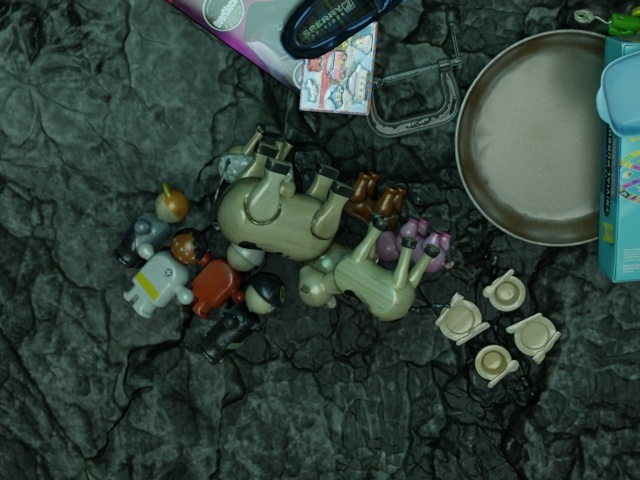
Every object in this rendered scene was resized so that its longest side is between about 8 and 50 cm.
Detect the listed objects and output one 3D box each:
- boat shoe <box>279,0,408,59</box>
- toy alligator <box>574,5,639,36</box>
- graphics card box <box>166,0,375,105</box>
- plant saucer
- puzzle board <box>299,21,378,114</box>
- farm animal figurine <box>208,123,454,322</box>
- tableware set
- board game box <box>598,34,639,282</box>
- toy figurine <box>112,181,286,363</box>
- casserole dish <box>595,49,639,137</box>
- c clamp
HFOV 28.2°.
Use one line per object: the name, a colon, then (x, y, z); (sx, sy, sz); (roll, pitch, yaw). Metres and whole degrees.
boat shoe: (0.063, -0.321, 1.655); (0.109, 0.089, 0.258); (43, 90, -9)
toy alligator: (0.443, -0.294, 1.795); (0.189, 0.056, 0.051); (5, 145, -4)
graphics card box: (-0.091, -0.382, 1.730); (0.371, 0.094, 0.233); (35, 99, -11)
plant saucer: (0.344, -0.147, 1.826); (0.310, 0.050, 0.311); (-1, 104, -3)
puzzle board: (0.025, -0.236, 1.721); (0.096, 0.011, 0.128); (4, 106, -6)
farm animal figurine: (0.000, 0.000, 1.706); (0.326, 0.330, 0.172); (23, 105, -8)
tableware set: (0.266, 0.132, 1.905); (0.141, 0.020, 0.169); (-37, 102, 7)
board game box: (0.524, -0.119, 1.774); (0.253, 0.079, 0.336); (-3, 107, -5)
toy figurine: (-0.166, 0.040, 1.762); (0.209, 0.213, 0.148); (38, 102, -26)
casserole dish: (0.450, -0.206, 1.679); (0.188, 0.037, 0.114); (-17, 108, 0)
c clamp: (0.133, -0.221, 1.817); (0.160, 0.022, 0.137); (-20, 109, 1)
